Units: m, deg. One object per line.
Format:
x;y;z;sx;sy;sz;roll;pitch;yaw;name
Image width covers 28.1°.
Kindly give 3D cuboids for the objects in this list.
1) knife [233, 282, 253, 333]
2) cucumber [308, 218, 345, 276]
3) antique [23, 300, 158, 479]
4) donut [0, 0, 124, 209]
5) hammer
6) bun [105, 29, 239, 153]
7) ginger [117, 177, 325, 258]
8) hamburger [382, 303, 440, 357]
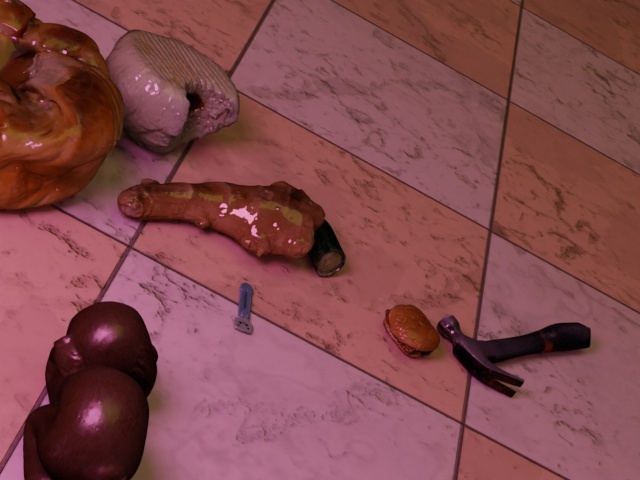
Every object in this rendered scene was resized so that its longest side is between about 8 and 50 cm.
-0.098;0.086;1.665;0.027;0.010;0.096;22;34;-16;knife
0.000;0.000;1.823;0.048;0.048;0.105;9;39;-31;cucumber
-0.233;0.164;1.336;0.121;0.143;0.257;22;32;-13;antique
-0.419;-0.189;1.617;0.360;0.170;0.360;20;36;-15;donut
0.308;0.158;1.883;0.289;0.037;0.137;-3;47;-42;hammer
-0.222;-0.201;1.831;0.212;0.126;0.204;18;35;-34;bun
-0.134;-0.034;1.737;0.294;0.086;0.131;5;50;-23;ginger
0.126;0.124;1.771;0.076;0.044;0.083;-6;51;-43;hamburger
